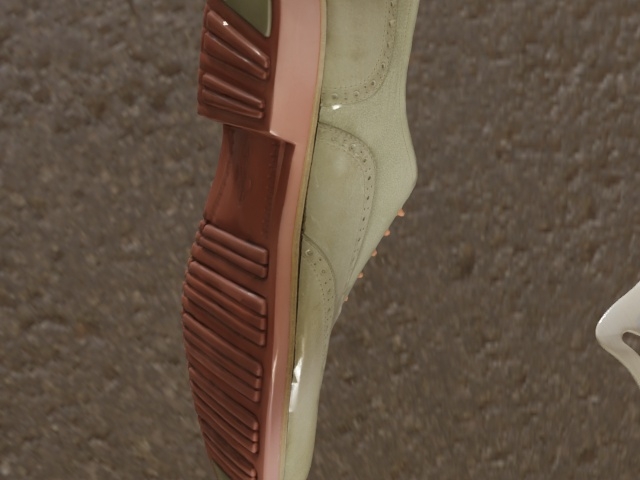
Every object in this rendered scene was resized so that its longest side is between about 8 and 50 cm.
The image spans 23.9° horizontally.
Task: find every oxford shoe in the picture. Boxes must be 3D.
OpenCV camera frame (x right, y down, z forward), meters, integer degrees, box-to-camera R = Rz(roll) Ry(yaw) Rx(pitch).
[{"bbox_3d":[0.000,0.000,1.004,0.146,0.397,0.140,-4,22,-31],"label":"oxford shoe"}]

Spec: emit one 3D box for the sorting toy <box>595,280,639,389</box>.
[{"bbox_3d":[0.134,0.038,0.520,0.075,0.045,0.083,-25,85,-19],"label":"sorting toy"}]
